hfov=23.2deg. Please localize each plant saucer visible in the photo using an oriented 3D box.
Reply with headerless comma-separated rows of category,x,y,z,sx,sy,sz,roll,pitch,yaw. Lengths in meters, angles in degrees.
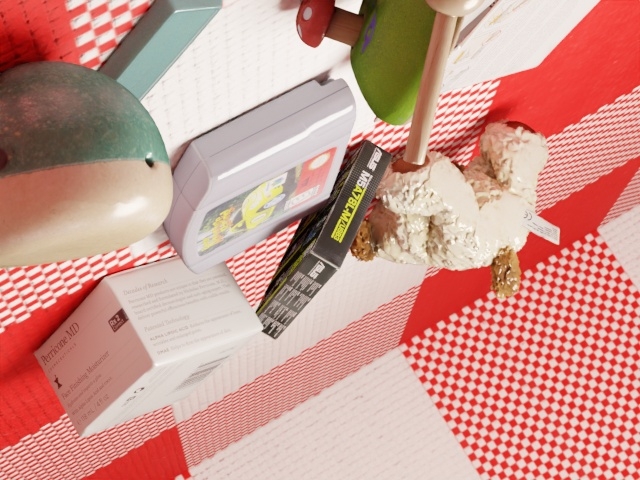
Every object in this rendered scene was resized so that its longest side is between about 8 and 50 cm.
plant saucer,-0.148,-0.134,1.242,0.067,0.018,0.192,-16,160,-49

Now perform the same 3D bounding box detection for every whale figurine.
whale figurine,-0.244,-0.049,1.156,0.272,0.141,0.216,-11,176,24

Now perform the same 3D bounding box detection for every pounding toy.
pounding toy,0.048,-0.186,1.268,0.237,0.110,0.183,-102,-149,-68

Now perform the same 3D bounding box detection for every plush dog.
plush dog,0.158,-0.028,2.010,0.262,0.210,0.225,-21,-171,-33

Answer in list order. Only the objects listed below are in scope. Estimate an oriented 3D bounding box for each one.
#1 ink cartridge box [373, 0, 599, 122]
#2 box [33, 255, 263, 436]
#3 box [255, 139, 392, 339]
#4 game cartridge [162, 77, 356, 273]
ink cartridge box,0.193,-0.248,1.494,0.261,0.066,0.296,-21,162,-39
box,-0.198,0.115,1.797,0.182,0.119,0.181,-16,160,-47
box,0.000,0.000,1.805,0.190,0.045,0.184,-50,-166,51
game cartridge,-0.071,-0.057,1.619,0.196,0.060,0.294,-25,165,-14
